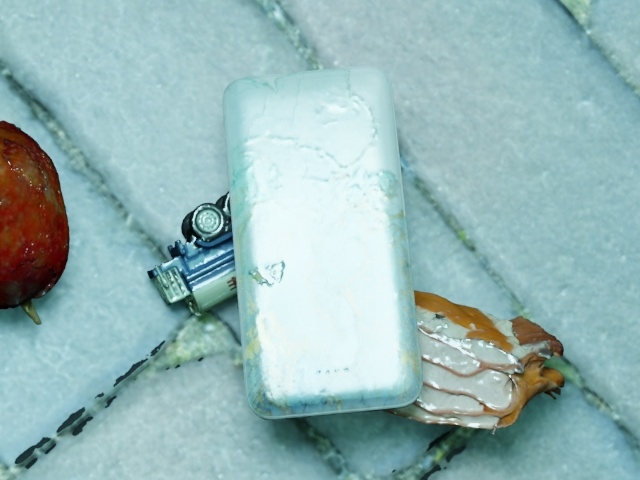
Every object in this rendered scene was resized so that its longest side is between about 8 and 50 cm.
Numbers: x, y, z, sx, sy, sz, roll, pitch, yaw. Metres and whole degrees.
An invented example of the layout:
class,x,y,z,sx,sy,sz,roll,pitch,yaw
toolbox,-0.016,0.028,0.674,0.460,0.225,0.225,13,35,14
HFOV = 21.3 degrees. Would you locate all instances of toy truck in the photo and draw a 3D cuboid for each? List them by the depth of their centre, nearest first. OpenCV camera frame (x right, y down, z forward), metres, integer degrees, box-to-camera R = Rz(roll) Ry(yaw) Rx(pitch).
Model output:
class,x,y,z,sx,sy,sz,roll,pitch,yaw
toy truck,-0.050,-0.008,1.444,0.202,0.074,0.088,-27,90,-12

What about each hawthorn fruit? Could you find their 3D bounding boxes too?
class,x,y,z,sx,sy,sz,roll,pitch,yaw
hawthorn fruit,-0.271,-0.006,1.380,0.148,0.148,0.172,-28,104,-13

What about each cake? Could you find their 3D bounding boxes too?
class,x,y,z,sx,sy,sz,roll,pitch,yaw
cake,0.070,0.092,1.415,0.287,0.135,0.098,9,106,-6

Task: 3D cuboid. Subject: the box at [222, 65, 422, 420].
class,x,y,z,sx,sy,sz,roll,pitch,yaw
box,0.000,0.000,1.380,0.142,0.044,0.285,-5,77,-1
